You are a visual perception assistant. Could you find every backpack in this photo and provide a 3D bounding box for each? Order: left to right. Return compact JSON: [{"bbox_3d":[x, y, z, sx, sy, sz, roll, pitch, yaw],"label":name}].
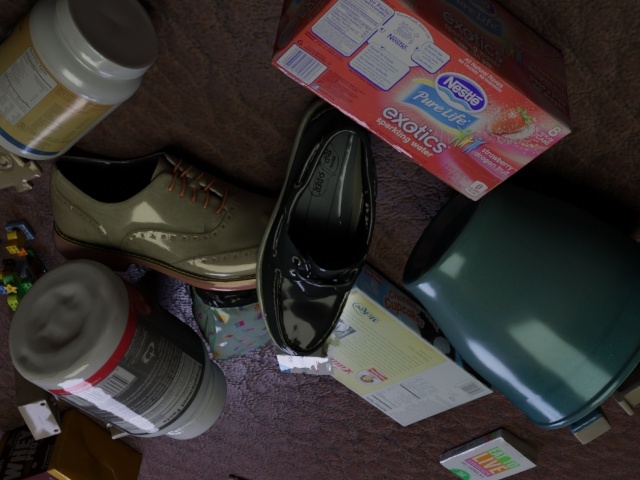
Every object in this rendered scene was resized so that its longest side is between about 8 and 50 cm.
[{"bbox_3d":[-0.125,0.088,1.475,0.152,0.115,0.182,-10,150,-17],"label":"backpack"}]

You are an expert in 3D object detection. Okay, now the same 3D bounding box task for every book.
[{"bbox_3d":[0.296,0.383,1.818,0.096,0.035,0.144,36,132,-23],"label":"book"}]

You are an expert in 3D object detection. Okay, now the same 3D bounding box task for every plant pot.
[{"bbox_3d":[0.253,0.057,1.306,0.255,0.271,0.271,35,133,-8],"label":"plant pot"}]

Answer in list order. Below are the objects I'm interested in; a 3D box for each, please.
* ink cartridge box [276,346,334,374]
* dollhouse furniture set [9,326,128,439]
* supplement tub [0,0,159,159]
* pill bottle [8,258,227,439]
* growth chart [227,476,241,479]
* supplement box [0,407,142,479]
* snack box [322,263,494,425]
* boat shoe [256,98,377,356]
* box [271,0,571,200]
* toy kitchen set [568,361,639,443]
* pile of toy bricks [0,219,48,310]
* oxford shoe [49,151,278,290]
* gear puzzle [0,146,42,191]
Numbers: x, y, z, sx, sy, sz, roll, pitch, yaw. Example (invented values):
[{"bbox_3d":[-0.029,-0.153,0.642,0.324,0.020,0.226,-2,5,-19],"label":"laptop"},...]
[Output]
[{"bbox_3d":[-0.020,0.177,1.549,0.083,0.028,0.048,3,140,11],"label":"ink cartridge box"},{"bbox_3d":[-0.363,0.198,1.667,0.242,0.161,0.212,-15,138,-8],"label":"dollhouse furniture set"},{"bbox_3d":[-0.294,-0.197,1.181,0.144,0.144,0.200,37,130,-28],"label":"supplement tub"},{"bbox_3d":[-0.263,0.168,1.423,0.176,0.176,0.318,-13,148,21],"label":"pill bottle"},{"bbox_3d":[-0.173,0.540,2.065,0.172,0.021,0.237,25,135,-18],"label":"growth chart"},{"bbox_3d":[-0.477,0.434,1.914,0.194,0.129,0.191,-23,130,29],"label":"supplement box"},{"bbox_3d":[0.096,0.165,1.581,0.187,0.060,0.322,-29,127,35],"label":"snack box"},{"bbox_3d":[0.004,0.000,1.261,0.127,0.113,0.340,11,106,-17],"label":"boat shoe"},{"bbox_3d":[0.114,-0.199,1.118,0.300,0.142,0.154,31,133,-24],"label":"box"},{"bbox_3d":[0.418,0.168,1.523,0.207,0.122,0.166,-36,125,13],"label":"toy kitchen set"},{"bbox_3d":[-0.436,0.072,1.526,0.118,0.105,0.212,-9,135,18],"label":"pile of toy bricks"},{"bbox_3d":[-0.169,-0.033,1.351,0.397,0.140,0.146,3,132,3],"label":"oxford shoe"},{"bbox_3d":[-0.540,-0.112,1.388,0.339,0.044,0.175,-14,128,22],"label":"gear puzzle"}]
